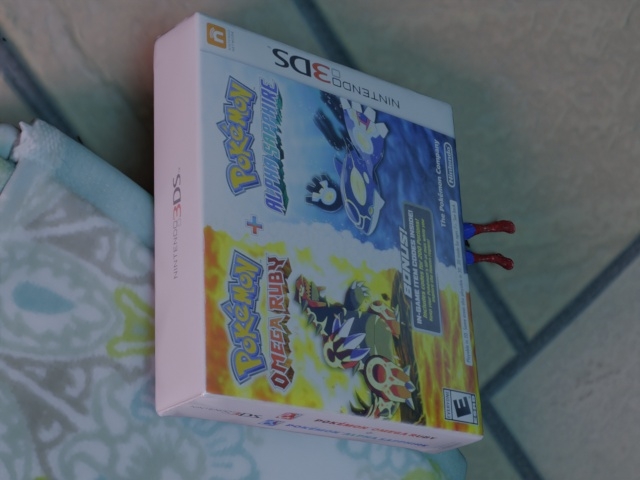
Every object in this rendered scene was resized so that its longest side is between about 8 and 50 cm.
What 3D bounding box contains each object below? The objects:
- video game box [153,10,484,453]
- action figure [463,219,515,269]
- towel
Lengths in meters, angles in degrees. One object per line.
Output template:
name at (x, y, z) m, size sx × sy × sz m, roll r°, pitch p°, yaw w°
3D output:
video game box at (0.000, 0.000, 0.697) m, size 0.187 × 0.048 × 0.205 m, roll 13°, pitch 64°, yaw -36°
action figure at (0.068, 0.005, 0.808) m, size 0.115 × 0.030 × 0.038 m, roll -3°, pitch 105°, yaw -25°
towel at (-0.099, 0.157, 0.653) m, size 0.374 × 0.090 × 0.320 m, roll 39°, pitch 56°, yaw -24°
